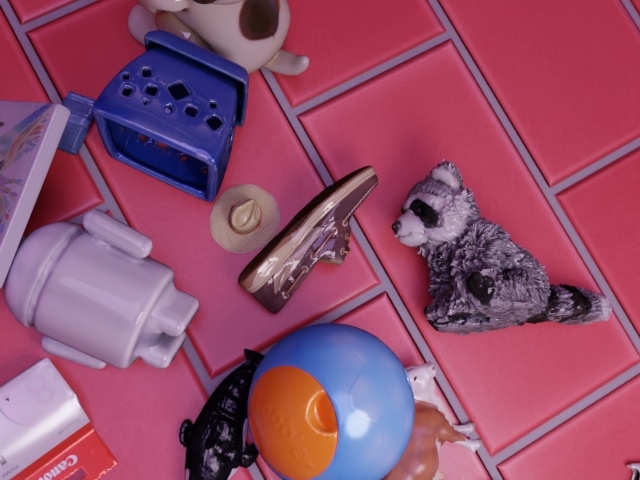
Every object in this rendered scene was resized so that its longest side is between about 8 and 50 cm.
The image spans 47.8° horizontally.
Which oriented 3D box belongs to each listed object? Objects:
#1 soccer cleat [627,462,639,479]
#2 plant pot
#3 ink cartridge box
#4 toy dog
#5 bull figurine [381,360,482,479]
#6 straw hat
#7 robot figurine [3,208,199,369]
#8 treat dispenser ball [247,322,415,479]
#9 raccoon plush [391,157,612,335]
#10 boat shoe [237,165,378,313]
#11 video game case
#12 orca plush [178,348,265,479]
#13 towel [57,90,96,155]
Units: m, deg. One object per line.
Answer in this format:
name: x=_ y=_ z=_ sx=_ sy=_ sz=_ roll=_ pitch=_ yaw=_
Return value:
soccer cleat: x=0.622 y=0.530 z=1.396 sx=0.076 sy=0.068 sz=0.196 roll=11 pitch=72 yaw=0
plant pot: x=-0.258 y=-0.235 z=1.338 sx=0.235 sy=0.236 sz=0.212 roll=24 pitch=72 yaw=-2
ink cartridge box: x=-0.497 y=0.354 z=1.269 sx=0.189 sy=0.066 sz=0.232 roll=-36 pitch=82 yaw=-28
toy dog: x=-0.189 y=-0.462 z=1.290 sx=0.284 sy=0.408 sz=0.395 roll=-41 pitch=87 yaw=-11
bull figurine: x=0.195 y=0.388 z=1.346 sx=0.188 sy=0.101 sz=0.311 roll=18 pitch=78 yaw=-5
straw hat: x=-0.146 y=-0.047 z=1.401 sx=0.144 sy=0.061 sz=0.145 roll=1 pitch=80 yaw=-6
robot figurine: x=-0.399 y=0.095 z=1.275 sx=0.353 sy=0.200 sz=0.300 roll=26 pitch=107 yaw=-3
treat dispenser ball: x=0.018 y=0.286 z=1.241 sx=0.288 sy=0.288 sz=0.288 roll=1 pitch=80 yaw=-7
raccoon plush: x=0.342 y=0.022 z=1.429 sx=0.446 sy=0.216 sz=0.299 roll=10 pitch=62 yaw=-34
boat shoe: x=0.000 y=0.000 z=1.390 sx=0.342 sy=0.123 sz=0.123 roll=-45 pitch=102 yaw=-12
video game case: x=-0.605 y=-0.097 z=1.280 sx=0.299 sy=0.036 sz=0.329 roll=9 pitch=76 yaw=33
orca plush: x=-0.162 y=0.339 z=1.311 sx=0.151 sy=0.102 sz=0.287 roll=38 pitch=78 yaw=1
towel: x=-0.483 y=-0.228 z=1.408 sx=0.067 sy=0.029 sz=0.120 roll=20 pitch=78 yaw=-3
